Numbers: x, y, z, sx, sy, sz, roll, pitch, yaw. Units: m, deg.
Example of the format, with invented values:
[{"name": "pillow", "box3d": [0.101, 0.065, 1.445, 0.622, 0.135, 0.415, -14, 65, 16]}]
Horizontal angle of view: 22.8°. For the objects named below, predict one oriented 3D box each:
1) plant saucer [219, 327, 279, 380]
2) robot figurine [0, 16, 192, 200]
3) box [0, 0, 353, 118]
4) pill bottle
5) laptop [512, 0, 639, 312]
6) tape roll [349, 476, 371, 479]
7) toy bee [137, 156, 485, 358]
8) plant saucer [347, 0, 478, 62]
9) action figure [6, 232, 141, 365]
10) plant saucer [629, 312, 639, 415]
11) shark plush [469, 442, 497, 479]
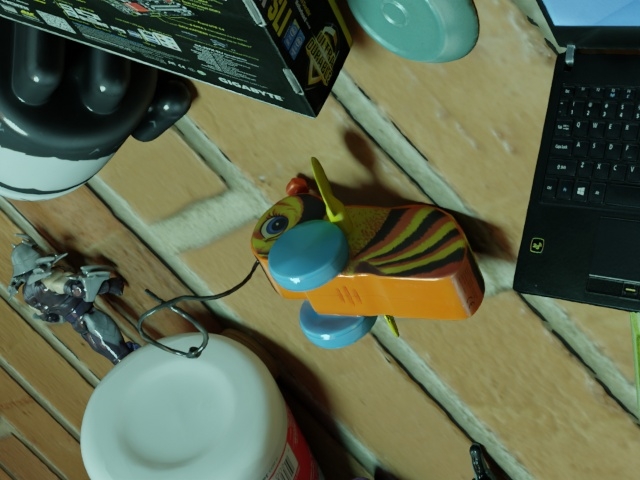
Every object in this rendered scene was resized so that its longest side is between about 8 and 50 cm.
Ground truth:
[{"name": "plant saucer", "box3d": [-0.084, 0.135, 1.828, 0.083, 0.013, 0.083, 32, 154, 18]}, {"name": "robot figurine", "box3d": [-0.248, -0.134, 1.438, 0.209, 0.173, 0.278, 43, 154, -7]}, {"name": "box", "box3d": [-0.155, -0.212, 1.156, 0.322, 0.079, 0.257, 19, 165, 19]}, {"name": "pill bottle", "box3d": [-0.110, 0.304, 1.870, 0.229, 0.229, 0.407, 24, 154, 30]}, {"name": "laptop", "box3d": [0.191, -0.092, 0.956, 0.137, 0.264, 0.234, 13, 177, -42]}, {"name": "tape roll", "box3d": [0.019, 0.413, 1.830, 0.090, 0.275, 0.274, 30, 152, 23]}, {"name": "toy bee", "box3d": [0.000, 0.000, 1.384, 0.298, 0.162, 0.195, 8, 138, 8]}, {"name": "plant saucer", "box3d": [0.058, -0.169, 1.146, 0.119, 0.021, 0.119, 31, 153, 18]}, {"name": "action figure", "box3d": [-0.281, 0.099, 1.953, 0.285, 0.099, 0.185, 49, 160, -9]}, {"name": "plant saucer", "box3d": [0.315, 0.119, 1.229, 0.188, 0.045, 0.188, 24, 149, 31]}, {"name": "shark plush", "box3d": [0.172, 0.279, 1.671, 0.161, 0.073, 0.067, 55, -179, -37]}]
